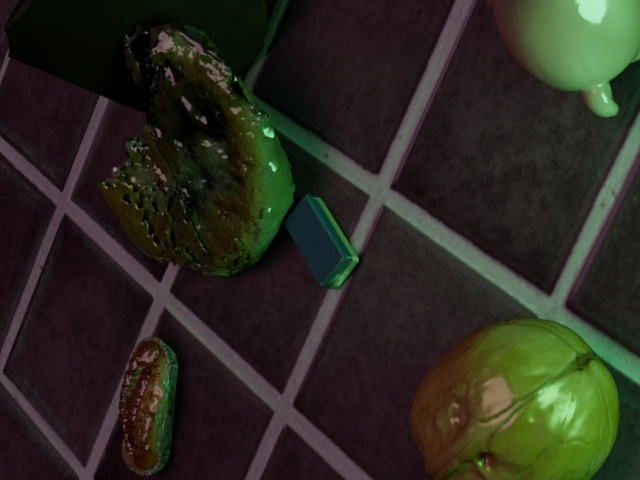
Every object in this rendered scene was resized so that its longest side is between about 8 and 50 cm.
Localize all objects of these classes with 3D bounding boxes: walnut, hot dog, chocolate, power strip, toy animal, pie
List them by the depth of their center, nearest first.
[{"bbox_3d":[0.194,0.181,1.518,0.226,0.193,0.193,-36,58,37],"label":"walnut"},{"bbox_3d":[0.245,-0.277,1.533,0.221,0.210,0.229,17,61,39],"label":"toy animal"},{"bbox_3d":[0.000,0.000,1.865,0.056,0.032,0.123,-52,49,26],"label":"power strip"},{"bbox_3d":[-0.164,-0.099,1.945,0.296,0.078,0.371,36,133,20],"label":"pie"},{"bbox_3d":[-0.235,-0.383,2.003,0.326,0.314,0.297,-37,48,34],"label":"chocolate"},{"bbox_3d":[-0.239,0.228,2.061,0.099,0.053,0.192,7,90,43],"label":"hot dog"}]
